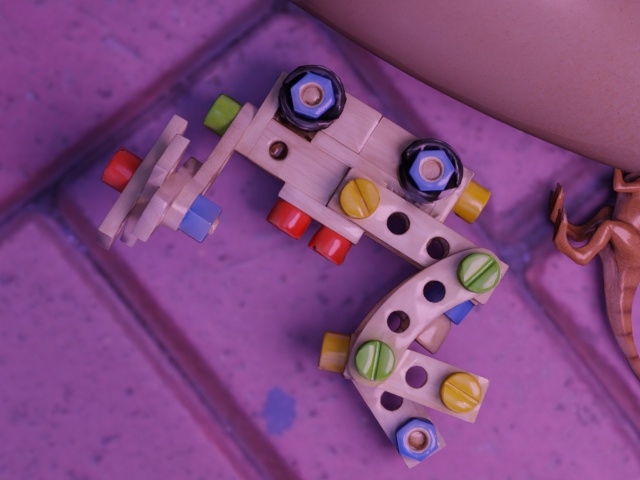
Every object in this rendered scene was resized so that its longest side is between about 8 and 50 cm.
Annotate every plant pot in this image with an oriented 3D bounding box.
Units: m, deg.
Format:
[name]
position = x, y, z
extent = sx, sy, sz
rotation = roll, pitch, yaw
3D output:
[plant pot]
position = 0.162, -0.182, 1.335
extent = 0.274, 0.256, 0.256
rotation = 39, 88, -15

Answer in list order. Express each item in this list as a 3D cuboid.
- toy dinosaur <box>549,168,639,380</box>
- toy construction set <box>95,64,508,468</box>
[toy dinosaur]
position = 0.226, 0.005, 1.413
extent = 0.112, 0.064, 0.211
rotation = 13, 90, -5
[toy construction set]
position = 0.000, 0.000, 1.364
extent = 0.327, 0.151, 0.215
rotation = 33, 88, -15
